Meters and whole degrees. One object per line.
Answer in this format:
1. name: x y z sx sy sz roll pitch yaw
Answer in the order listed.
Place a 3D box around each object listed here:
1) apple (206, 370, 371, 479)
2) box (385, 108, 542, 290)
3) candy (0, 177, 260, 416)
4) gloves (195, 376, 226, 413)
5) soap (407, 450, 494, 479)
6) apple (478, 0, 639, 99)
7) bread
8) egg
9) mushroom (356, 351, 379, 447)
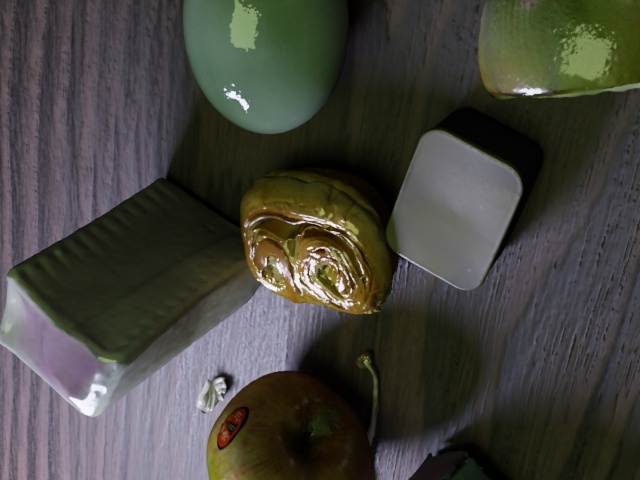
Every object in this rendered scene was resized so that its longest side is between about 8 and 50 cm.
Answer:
1. apple: -0.046 0.317 1.981 0.261 0.261 0.194 43 142 3
2. box: 0.181 -0.054 1.719 0.144 0.090 0.201 29 129 15
3. candy: -0.253 0.071 1.901 0.208 0.359 0.145 34 130 15
4. gloves: -0.174 0.243 2.159 0.044 0.037 0.081 31 123 -35
5. soap: 0.213 0.529 1.970 0.261 0.156 0.446 -13 103 47
6. apple: 0.282 -0.248 1.526 0.265 0.120 0.193 0 105 31
7. bread: -0.001 -0.003 1.836 0.236 0.120 0.198 12 125 35
8. egg: -0.066 -0.262 1.678 0.203 0.203 0.282 14 130 25
9. mushroom: 0.072 0.283 2.040 0.028 0.026 0.286 25 131 38
